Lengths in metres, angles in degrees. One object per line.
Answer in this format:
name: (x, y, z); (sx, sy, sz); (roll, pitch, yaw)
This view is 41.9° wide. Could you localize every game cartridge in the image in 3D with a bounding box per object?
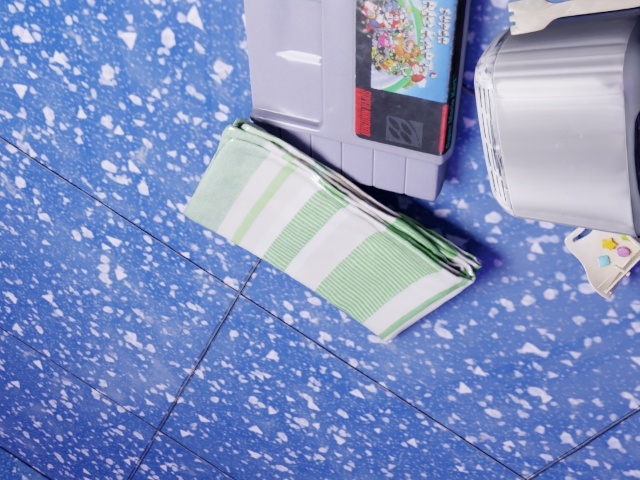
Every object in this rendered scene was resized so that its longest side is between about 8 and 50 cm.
game cartridge: (0.032, -0.208, 0.829); (0.230, 0.068, 0.355); (18, 135, 21)

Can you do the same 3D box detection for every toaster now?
toaster: (0.229, -0.112, 0.749); (0.146, 0.129, 0.227); (4, 129, 30)

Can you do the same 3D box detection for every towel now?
towel: (0.000, 0.000, 1.011); (0.325, 0.038, 0.248); (31, 148, -6)

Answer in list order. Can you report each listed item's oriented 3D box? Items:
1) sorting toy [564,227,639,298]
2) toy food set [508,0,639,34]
sorting toy: (0.300, 0.006, 0.880); (0.075, 0.045, 0.083); (35, 138, 8)
toy food set: (0.186, -0.265, 0.647); (0.132, 0.038, 0.192); (-4, 103, 31)
